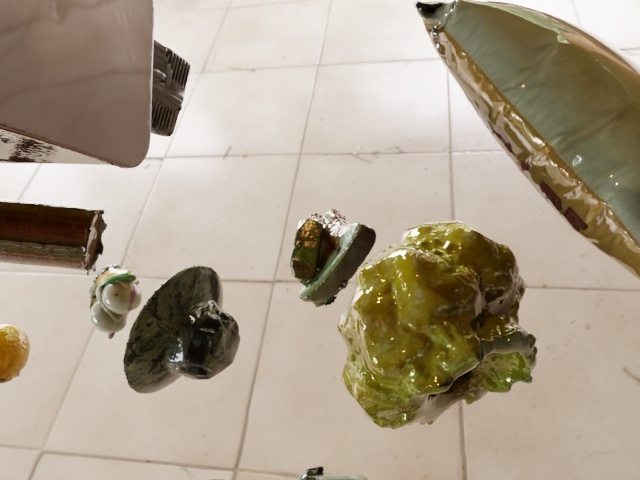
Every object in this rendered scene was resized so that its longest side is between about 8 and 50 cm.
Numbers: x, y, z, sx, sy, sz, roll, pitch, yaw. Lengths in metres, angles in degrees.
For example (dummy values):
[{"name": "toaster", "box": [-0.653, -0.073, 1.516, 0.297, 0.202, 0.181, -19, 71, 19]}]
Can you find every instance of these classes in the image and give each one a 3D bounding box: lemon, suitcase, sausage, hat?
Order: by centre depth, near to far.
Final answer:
[{"name": "sausage", "box": [-0.432, -0.017, 0.526, 0.372, 0.082, 0.082, 6, 53, -8]}, {"name": "suitcase", "box": [-0.411, -0.284, 0.787, 0.335, 0.230, 0.152, 19, 93, 20]}, {"name": "hat", "box": [-0.226, 0.186, 0.916, 0.128, 0.265, 0.265, 19, 60, 20]}, {"name": "lemon", "box": [-0.891, 0.318, 1.356, 0.142, 0.142, 0.187, -23, 48, -7]}]

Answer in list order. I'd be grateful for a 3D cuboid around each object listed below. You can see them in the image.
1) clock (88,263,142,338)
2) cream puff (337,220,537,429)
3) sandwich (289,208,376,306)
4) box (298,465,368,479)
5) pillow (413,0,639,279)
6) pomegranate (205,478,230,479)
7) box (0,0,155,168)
[{"name": "clock", "box": [-0.530, 0.153, 1.253, 0.103, 0.231, 0.144, -1, 51, -45]}, {"name": "cream puff", "box": [0.154, 0.114, 0.574, 0.185, 0.281, 0.282, 20, 59, 38]}, {"name": "sandwich", "box": [0.000, 0.000, 1.300, 0.250, 0.162, 0.301, -48, 26, 11]}, {"name": "box", "box": [0.030, 0.427, 0.723, 0.093, 0.124, 0.172, -10, 67, 9]}, {"name": "pillow", "box": [0.266, -0.101, 0.461, 0.312, 0.119, 0.310, -10, 63, -43]}, {"name": "pomegranate", "box": [-0.132, 0.419, 0.677, 0.202, 0.202, 0.248, 37, 36, 30]}, {"name": "box", "box": [-0.340, -0.202, 0.449, 0.230, 0.339, 0.239, -1, 89, 9]}]
